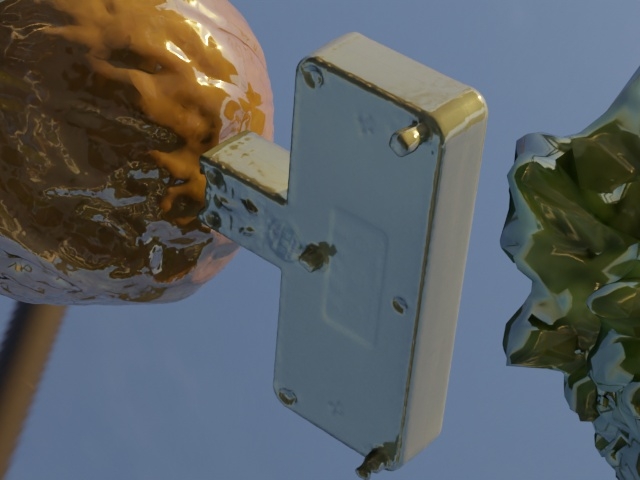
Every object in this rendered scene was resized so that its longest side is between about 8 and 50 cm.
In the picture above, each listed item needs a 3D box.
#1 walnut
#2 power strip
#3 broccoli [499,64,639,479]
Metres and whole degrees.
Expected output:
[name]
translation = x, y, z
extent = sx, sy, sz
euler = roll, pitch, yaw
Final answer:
[walnut]
translation = -0.138, -0.065, 0.992
extent = 0.228, 0.228, 0.228
euler = 1, -101, -3
[power strip]
translation = 0.000, 0.000, 0.891
extent = 0.145, 0.216, 0.061
euler = 30, -137, 30
[broccoli]
translation = 0.209, -0.016, 0.443
extent = 0.293, 0.348, 0.281
euler = 24, -80, -1
